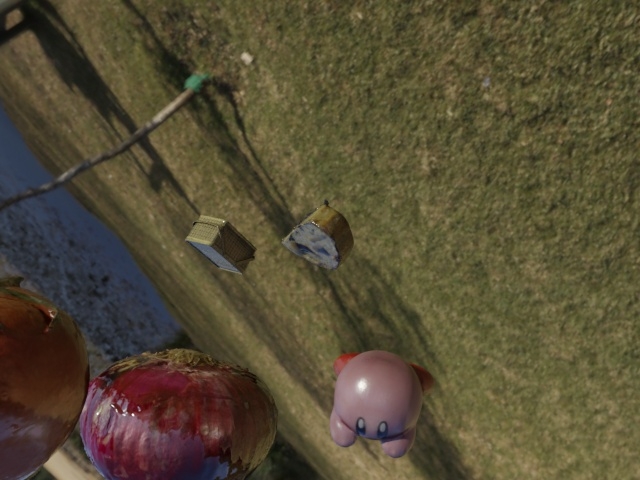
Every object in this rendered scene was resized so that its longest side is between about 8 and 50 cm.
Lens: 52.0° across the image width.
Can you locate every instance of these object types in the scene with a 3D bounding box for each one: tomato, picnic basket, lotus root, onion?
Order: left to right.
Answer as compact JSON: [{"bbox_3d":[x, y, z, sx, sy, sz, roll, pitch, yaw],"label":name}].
[{"bbox_3d":[-0.233,0.088,0.393,0.167,0.167,0.167,33,153,19],"label":"tomato"},{"bbox_3d":[-0.176,0.231,0.823,0.246,0.190,0.246,15,180,0],"label":"onion"},{"bbox_3d":[-0.256,0.012,1.704,0.115,0.079,0.164,10,153,41],"label":"picnic basket"},{"bbox_3d":[0.000,0.000,1.723,0.170,0.074,0.261,38,153,0],"label":"lotus root"}]

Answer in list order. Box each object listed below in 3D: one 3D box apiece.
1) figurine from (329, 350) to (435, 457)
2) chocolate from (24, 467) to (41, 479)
[{"bbox_3d":[0.143,0.365,1.616,0.269,0.261,0.211,11,131,10],"label":"figurine"},{"bbox_3d":[-0.664,0.433,1.390,0.176,0.177,0.177,33,153,19],"label":"chocolate"}]
